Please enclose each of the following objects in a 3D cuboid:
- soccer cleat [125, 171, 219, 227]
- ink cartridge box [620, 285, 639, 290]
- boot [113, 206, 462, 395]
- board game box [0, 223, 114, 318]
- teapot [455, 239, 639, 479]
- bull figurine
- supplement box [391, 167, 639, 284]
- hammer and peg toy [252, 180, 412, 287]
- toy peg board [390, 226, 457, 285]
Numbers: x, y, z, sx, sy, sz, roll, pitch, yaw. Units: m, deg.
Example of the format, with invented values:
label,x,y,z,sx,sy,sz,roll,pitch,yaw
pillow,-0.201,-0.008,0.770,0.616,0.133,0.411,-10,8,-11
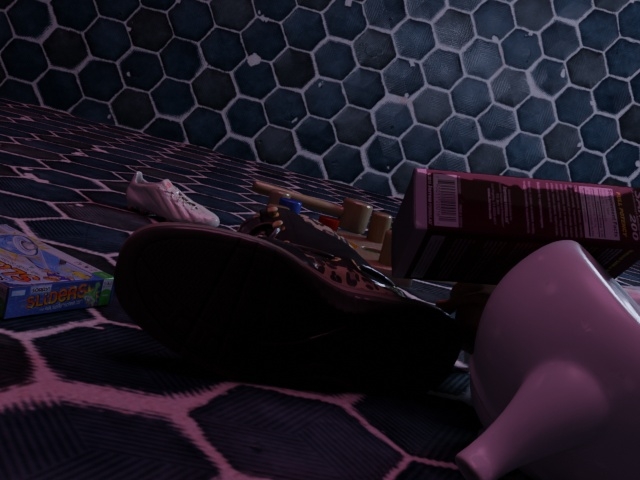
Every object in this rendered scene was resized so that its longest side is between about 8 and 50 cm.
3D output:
label,x,y,z,sx,sy,sz,roll,pitch,yaw
soccer cleat,-0.277,-0.072,1.267,0.196,0.076,0.068,18,11,14
ink cartridge box,0.516,0.107,0.966,0.223,0.045,0.224,3,23,-2
boot,-0.054,0.042,0.780,0.377,0.138,0.284,15,12,-23
board game box,-0.347,0.028,0.745,0.201,0.035,0.136,20,11,27
teapot,0.225,0.137,0.615,0.256,0.187,0.252,39,21,-24
bull figurine,0.288,0.101,0.829,0.310,0.101,0.188,9,-26,-8
supplement box,0.203,-0.006,0.714,0.239,0.073,0.130,5,-25,-3
hammer and peg toy,0.000,0.000,1.143,0.266,0.127,0.361,12,10,-5
toy peg board,0.197,0.024,1.426,0.160,0.079,0.161,10,12,-25
